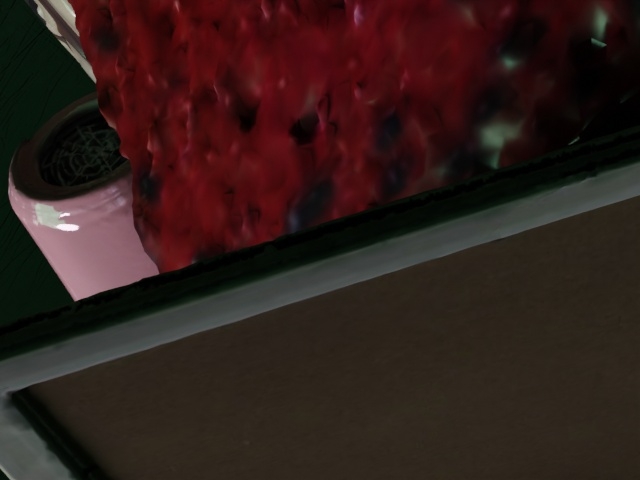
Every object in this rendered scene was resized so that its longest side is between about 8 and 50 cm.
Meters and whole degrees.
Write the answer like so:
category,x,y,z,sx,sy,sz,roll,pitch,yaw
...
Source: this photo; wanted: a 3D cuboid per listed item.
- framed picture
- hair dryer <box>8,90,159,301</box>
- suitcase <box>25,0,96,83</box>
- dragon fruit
category,x,y,z,sx,sy,sz,roll,pitch,yaw
framed picture,0.072,0.036,0.492,0.231,0.293,0.018,67,-173,-59
hair dryer,0.000,0.000,1.137,0.210,0.352,0.125,61,-146,-39
suitcase,-0.073,-0.156,1.339,0.351,0.194,0.339,49,177,-28
dragon fruit,0.072,-0.041,0.509,0.302,0.240,0.330,29,155,-16
